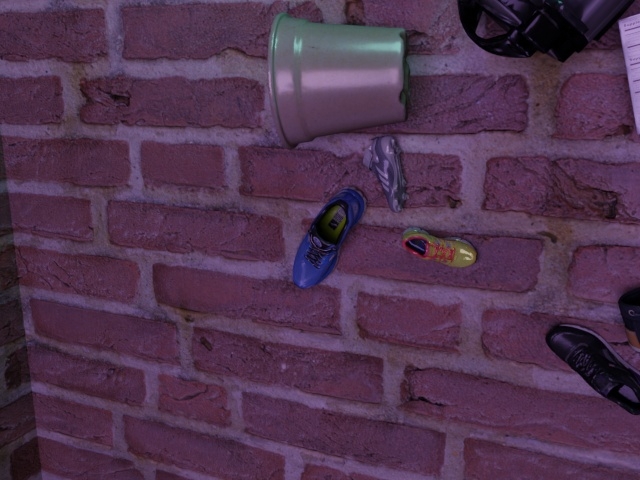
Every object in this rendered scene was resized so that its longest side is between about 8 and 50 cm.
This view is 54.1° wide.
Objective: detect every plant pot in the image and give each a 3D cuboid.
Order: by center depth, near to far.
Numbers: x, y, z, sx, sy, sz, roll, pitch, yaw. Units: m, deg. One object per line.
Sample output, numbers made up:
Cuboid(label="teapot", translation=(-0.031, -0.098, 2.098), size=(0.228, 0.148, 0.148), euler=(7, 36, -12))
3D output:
Cuboid(label="plant pot", translation=(0.062, -0.396, 1.545), size=(0.305, 0.334, 0.333), euler=(0, 103, 12))

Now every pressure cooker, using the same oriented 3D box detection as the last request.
Cuboid(label="pressure cooker", translation=(0.460, -0.575, 1.277), size=(0.375, 0.370, 0.420), euler=(46, 112, 11))

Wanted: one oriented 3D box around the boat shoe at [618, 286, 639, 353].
Cuboid(label="boat shoe", translation=(0.897, 0.100, 1.363), size=(0.500, 0.187, 0.156), euler=(-30, 96, 32))

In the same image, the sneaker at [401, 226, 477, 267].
Cuboid(label="sneaker", translation=(0.305, 0.028, 1.647), size=(0.208, 0.094, 0.081), euler=(15, 107, 18))

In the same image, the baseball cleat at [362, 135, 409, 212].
Cuboid(label="baseball cleat", translation=(0.172, -0.175, 1.678), size=(0.109, 0.072, 0.206), euler=(0, 99, 37))

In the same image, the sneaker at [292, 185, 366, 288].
Cuboid(label="sneaker", translation=(0.000, 0.000, 1.743), size=(0.130, 0.147, 0.330), euler=(33, 114, 13))

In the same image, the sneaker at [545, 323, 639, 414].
Cuboid(label="sneaker", translation=(0.685, 0.313, 1.537), size=(0.283, 0.124, 0.107), euler=(35, 113, 12))

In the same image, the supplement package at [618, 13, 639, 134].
Cuboid(label="supplement package", translation=(0.728, -0.363, 1.336), size=(0.134, 0.139, 0.244), euler=(-9, 99, 29))
